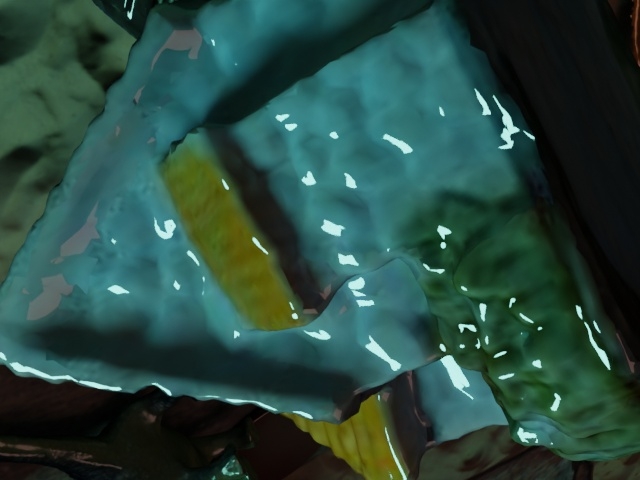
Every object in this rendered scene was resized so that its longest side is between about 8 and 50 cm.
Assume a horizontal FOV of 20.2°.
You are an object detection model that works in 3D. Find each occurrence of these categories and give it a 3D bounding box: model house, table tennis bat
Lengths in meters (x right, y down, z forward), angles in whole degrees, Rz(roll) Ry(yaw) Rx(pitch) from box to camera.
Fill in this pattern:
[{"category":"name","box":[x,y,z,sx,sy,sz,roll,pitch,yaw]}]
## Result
[{"category":"model house","box":[0.000,0.000,0.937,0.339,0.297,0.360,-24,-173,20]},{"category":"table tennis bat","box":[-0.016,0.142,1.378,0.158,0.014,0.095,-33,143,-11]}]

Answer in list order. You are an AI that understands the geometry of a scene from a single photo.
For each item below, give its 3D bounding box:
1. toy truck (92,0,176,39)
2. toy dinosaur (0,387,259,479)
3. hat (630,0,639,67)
[{"category":"toy truck","box":[-0.068,-0.202,0.916,0.088,0.074,0.202,-25,142,-38]},{"category":"toy dinosaur","box":[-0.111,0.165,1.257,0.147,0.076,0.363,-25,147,14]},{"category":"hat","box":[0.376,-0.172,1.286,0.233,0.244,0.233,-30,154,-42]}]
